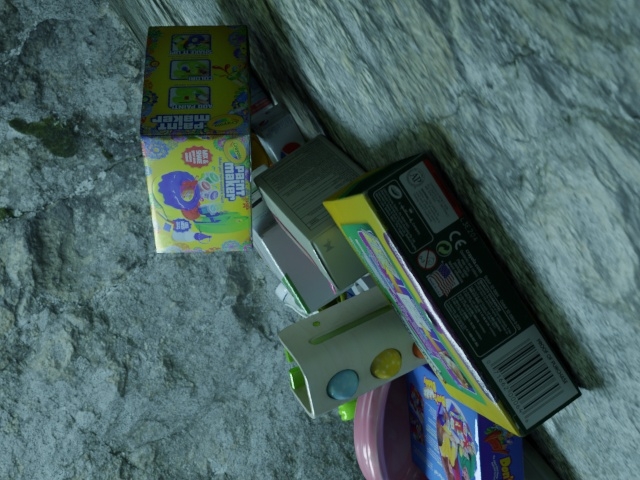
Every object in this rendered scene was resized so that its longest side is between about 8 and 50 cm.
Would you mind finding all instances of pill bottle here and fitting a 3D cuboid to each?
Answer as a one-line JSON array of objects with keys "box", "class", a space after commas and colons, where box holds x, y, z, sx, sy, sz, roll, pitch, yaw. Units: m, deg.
[{"box": [-0.170, -0.306, 1.869, 0.160, 0.087, 0.087, 56, 173, -7], "class": "pill bottle"}]

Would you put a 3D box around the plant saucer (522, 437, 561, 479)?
[{"box": [0.388, 0.500, 1.776, 0.400, 0.101, 0.400, 55, 173, 10], "class": "plant saucer"}]

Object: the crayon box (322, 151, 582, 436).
[{"box": [0.163, 0.066, 1.289, 0.362, 0.106, 0.313, 57, 174, -5], "class": "crayon box"}]

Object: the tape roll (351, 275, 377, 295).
[{"box": [0.126, 0.106, 1.836, 0.219, 0.072, 0.219, 54, 173, 9], "class": "tape roll"}]

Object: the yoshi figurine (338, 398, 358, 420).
[{"box": [0.144, 0.362, 2.198, 0.362, 0.203, 0.203, 44, -179, 22], "class": "yoshi figurine"}]

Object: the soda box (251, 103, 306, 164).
[{"box": [-0.052, -0.155, 1.848, 0.216, 0.069, 0.074, 61, 171, -31], "class": "soda box"}]

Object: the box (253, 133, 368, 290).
[{"box": [0.016, -0.050, 1.555, 0.232, 0.149, 0.126, 48, 169, 50], "class": "box"}]

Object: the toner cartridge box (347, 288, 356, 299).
[{"box": [0.050, 0.121, 2.384, 0.348, 0.075, 0.165, 48, 171, 45], "class": "toner cartridge box"}]

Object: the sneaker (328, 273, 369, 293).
[{"box": [0.070, 0.011, 1.682, 0.252, 0.111, 0.102, -79, -34, -68], "class": "sneaker"}]

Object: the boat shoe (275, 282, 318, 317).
[{"box": [-0.011, 0.173, 2.690, 0.156, 0.136, 0.367, 46, -178, 16], "class": "boat shoe"}]

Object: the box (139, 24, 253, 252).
[{"box": [-0.207, -0.175, 1.647, 0.289, 0.177, 0.279, 94, 173, -49], "class": "box"}]

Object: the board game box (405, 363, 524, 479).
[{"box": [0.252, 0.349, 1.696, 0.347, 0.078, 0.233, -147, 51, -72], "class": "board game box"}]

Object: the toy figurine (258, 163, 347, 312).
[{"box": [0.000, 0.000, 2.143, 0.362, 0.191, 0.217, 45, -161, 22], "class": "toy figurine"}]

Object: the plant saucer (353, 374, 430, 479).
[{"box": [0.162, 0.379, 1.926, 0.084, 0.332, 0.332, -2, 134, 32], "class": "plant saucer"}]

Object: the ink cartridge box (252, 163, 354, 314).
[{"box": [-0.069, -0.008, 1.861, 0.201, 0.117, 0.278, 60, 173, -28], "class": "ink cartridge box"}]

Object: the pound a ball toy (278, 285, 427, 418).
[{"box": [0.110, 0.197, 1.562, 0.136, 0.319, 0.208, 47, 153, 49], "class": "pound a ball toy"}]

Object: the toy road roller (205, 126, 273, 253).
[{"box": [-0.250, -0.129, 2.257, 0.202, 0.330, 0.241, 55, -165, 8], "class": "toy road roller"}]
